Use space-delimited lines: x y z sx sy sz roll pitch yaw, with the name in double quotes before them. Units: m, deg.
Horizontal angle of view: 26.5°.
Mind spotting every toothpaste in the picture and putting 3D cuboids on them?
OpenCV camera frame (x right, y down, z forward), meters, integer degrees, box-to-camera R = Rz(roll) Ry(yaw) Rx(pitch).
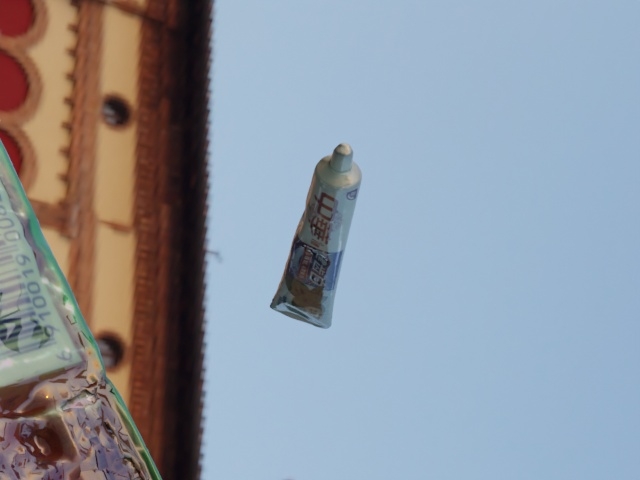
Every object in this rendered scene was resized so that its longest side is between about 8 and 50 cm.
"toothpaste" 0.000 0.000 1.155 0.233 0.060 0.038 105 12 -50

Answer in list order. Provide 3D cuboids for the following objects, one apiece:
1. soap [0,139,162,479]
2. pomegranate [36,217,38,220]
"soap" -0.150 0.078 0.499 0.098 0.218 0.273 -35 -102 43
"pomegranate" -0.354 0.016 1.092 0.254 0.270 0.254 -4 -102 19
